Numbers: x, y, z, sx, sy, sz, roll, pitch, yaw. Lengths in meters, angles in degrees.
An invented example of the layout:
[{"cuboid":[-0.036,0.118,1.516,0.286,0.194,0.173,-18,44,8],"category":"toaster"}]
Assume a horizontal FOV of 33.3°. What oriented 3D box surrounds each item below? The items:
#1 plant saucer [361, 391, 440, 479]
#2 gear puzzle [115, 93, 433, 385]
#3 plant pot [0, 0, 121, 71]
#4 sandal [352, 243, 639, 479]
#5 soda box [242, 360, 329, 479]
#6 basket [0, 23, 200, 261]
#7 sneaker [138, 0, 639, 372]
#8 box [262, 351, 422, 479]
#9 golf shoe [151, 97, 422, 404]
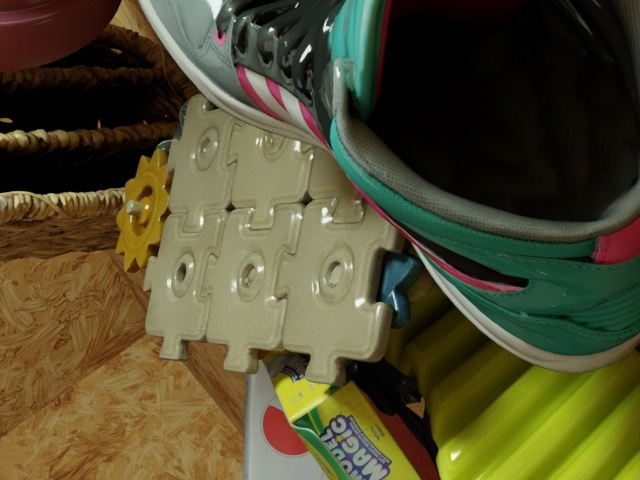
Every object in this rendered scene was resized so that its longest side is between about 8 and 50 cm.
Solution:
[{"cuboid":[0.119,0.208,0.812,0.258,0.047,0.259,45,173,-29],"category":"plant saucer"},{"cuboid":[-0.043,-0.010,0.636,0.044,0.175,0.339,15,170,-34],"category":"gear puzzle"},{"cuboid":[-0.234,-0.249,0.748,0.201,0.201,0.180,49,150,18],"category":"plant pot"},{"cuboid":[0.098,0.092,0.601,0.317,0.126,0.138,53,172,43],"category":"sandal"},{"cuboid":[-0.027,0.123,0.923,0.069,0.074,0.216,129,143,-76],"category":"soda box"},{"cuboid":[-0.228,-0.101,0.871,0.223,0.299,0.213,-17,84,42],"category":"basket"},{"cuboid":[0.020,-0.079,0.403,0.295,0.124,0.178,42,169,15],"category":"sneaker"},{"cuboid":[0.016,0.110,0.593,0.105,0.043,0.179,56,178,-12],"category":"box"},{"cuboid":[0.000,0.000,0.786,0.273,0.105,0.120,48,-168,12],"category":"golf shoe"}]
